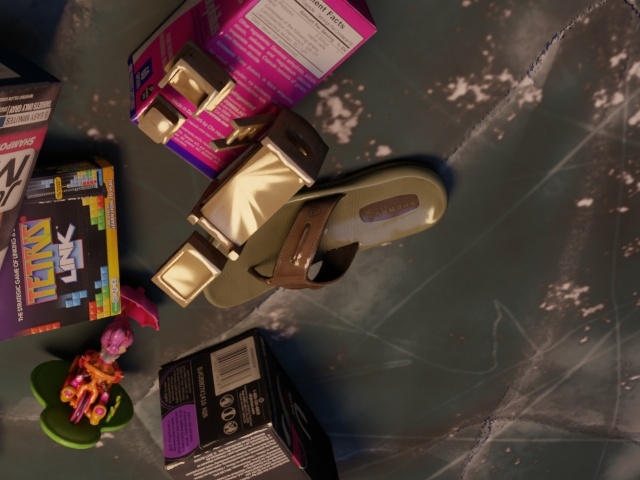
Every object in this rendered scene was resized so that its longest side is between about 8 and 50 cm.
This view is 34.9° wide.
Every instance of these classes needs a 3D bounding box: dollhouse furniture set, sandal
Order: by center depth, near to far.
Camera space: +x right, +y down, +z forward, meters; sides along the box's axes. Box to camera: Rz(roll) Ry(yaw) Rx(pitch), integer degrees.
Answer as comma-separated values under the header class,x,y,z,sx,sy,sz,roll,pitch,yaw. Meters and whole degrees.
class,x,y,z,sx,sy,sz,roll,pitch,yaw
dollhouse furniture set,-0.115,-0.067,0.933,0.161,0.101,0.182,43,113,-11
sandal,0.001,-0.001,1.140,0.302,0.086,0.120,-22,130,7

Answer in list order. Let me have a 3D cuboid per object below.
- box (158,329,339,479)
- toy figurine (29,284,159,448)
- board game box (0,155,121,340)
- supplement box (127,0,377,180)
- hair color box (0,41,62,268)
class,x,y,z,sx,sy,sz,roll,pitch,yaw
box,-0.080,0.274,1.303,0.143,0.165,0.270,-22,131,7
toy figurine,-0.247,0.128,1.165,0.130,0.173,0.159,26,108,-9
board game box,-0.282,0.007,1.051,0.141,0.048,0.170,-14,116,-32
supplement box,-0.069,-0.182,0.957,0.220,0.111,0.114,-39,127,20
hair color box,-0.367,-0.003,0.900,0.105,0.174,0.347,32,113,16
